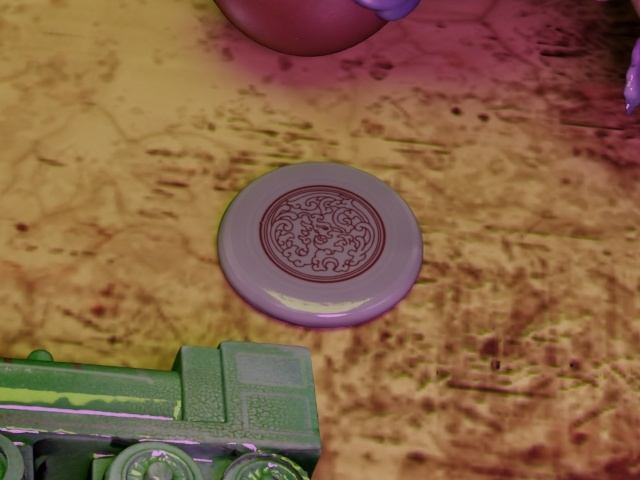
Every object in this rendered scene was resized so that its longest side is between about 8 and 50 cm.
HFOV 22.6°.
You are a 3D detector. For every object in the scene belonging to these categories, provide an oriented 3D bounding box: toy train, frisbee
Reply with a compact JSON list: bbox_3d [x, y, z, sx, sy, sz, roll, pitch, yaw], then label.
[{"bbox_3d":[-0.115,0.094,0.700,0.251,0.085,0.119,6,46,-14],"label":"toy train"},{"bbox_3d":[0.000,0.000,0.847,0.110,0.014,0.110,2,50,-2],"label":"frisbee"}]

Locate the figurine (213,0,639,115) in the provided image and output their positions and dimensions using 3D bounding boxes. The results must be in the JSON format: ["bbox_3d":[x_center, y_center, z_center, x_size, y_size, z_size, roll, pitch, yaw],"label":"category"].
[{"bbox_3d":[0.153,-0.188,0.888,0.388,0.248,0.276,30,58,7],"label":"figurine"}]
